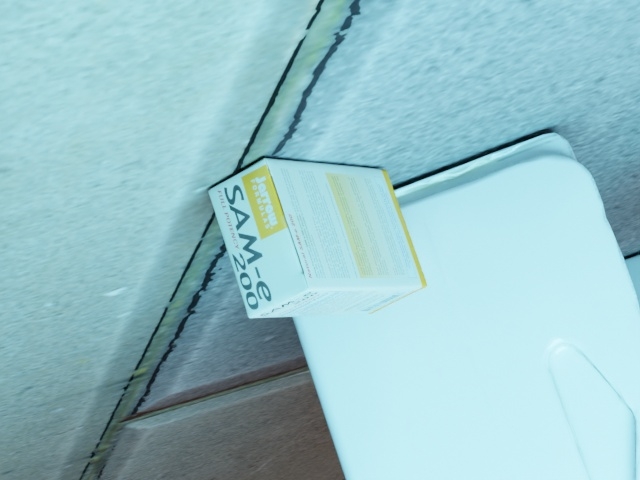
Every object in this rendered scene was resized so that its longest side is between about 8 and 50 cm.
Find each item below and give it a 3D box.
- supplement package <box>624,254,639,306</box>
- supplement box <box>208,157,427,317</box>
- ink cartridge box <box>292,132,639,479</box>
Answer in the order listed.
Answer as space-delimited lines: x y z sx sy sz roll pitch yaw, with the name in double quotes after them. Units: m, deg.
0.190 0.156 1.336 0.198 0.199 0.262 -18 166 -5 "supplement package"
0.000 0.000 0.780 0.036 0.062 0.098 -27 164 31 "supplement box"
0.115 0.139 0.998 0.166 0.285 0.395 -20 165 3 "ink cartridge box"
